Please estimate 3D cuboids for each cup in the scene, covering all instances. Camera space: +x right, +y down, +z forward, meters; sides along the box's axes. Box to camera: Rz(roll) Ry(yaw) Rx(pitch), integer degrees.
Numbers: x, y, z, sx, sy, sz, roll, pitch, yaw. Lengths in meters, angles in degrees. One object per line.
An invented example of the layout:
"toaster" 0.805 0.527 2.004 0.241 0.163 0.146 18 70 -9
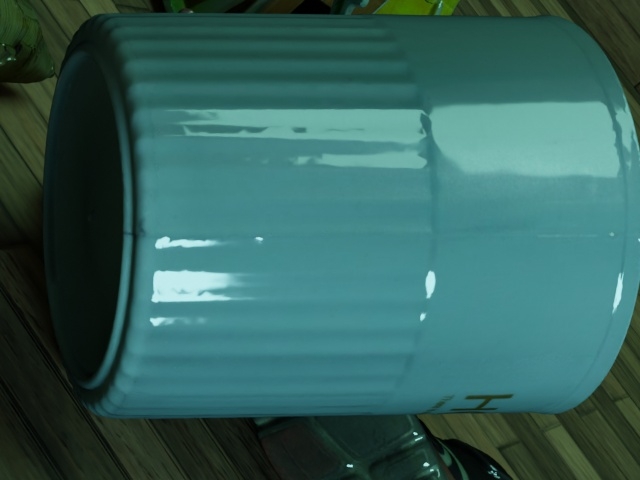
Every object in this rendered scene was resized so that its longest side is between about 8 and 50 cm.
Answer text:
"cup" -0.009 -0.036 1.177 0.311 0.257 0.331 -1 35 -22

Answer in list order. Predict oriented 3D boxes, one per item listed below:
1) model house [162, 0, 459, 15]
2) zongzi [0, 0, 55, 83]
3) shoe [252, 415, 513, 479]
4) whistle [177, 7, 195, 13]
"model house" 0.058 -0.249 1.729 0.300 0.323 0.340 30 28 -40
"zongzi" -0.269 -0.184 1.285 0.194 0.099 0.197 52 10 7
"shoe" 0.072 0.173 1.309 0.291 0.114 0.137 52 25 0
"whistle" -0.065 -0.122 1.458 0.123 0.223 0.123 6 90 -76
